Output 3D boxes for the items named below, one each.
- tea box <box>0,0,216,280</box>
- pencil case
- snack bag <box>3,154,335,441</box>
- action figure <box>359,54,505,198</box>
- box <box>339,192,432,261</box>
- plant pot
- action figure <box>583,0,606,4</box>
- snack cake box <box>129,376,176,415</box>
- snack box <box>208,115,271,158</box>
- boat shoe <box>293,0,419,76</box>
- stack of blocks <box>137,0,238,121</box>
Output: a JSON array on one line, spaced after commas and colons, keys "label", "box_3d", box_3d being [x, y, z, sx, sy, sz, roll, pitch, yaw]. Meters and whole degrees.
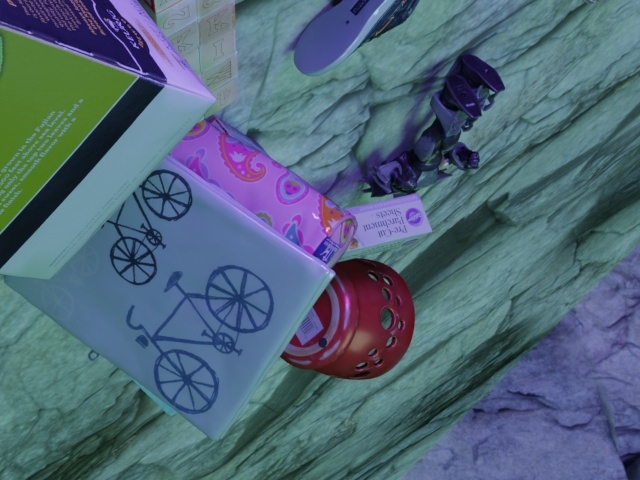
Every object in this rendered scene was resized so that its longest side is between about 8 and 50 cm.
[{"label": "tea box", "box_3d": [-0.313, -0.169, 1.195, 0.220, 0.329, 0.323, -45, 156, 15]}, {"label": "pencil case", "box_3d": [-0.096, -0.049, 1.809, 0.124, 0.284, 0.124, -53, 168, -16]}, {"label": "snack bag", "box_3d": [-0.188, 0.040, 1.809, 0.323, 0.342, 0.037, -58, 175, 38]}, {"label": "action figure", "box_3d": [0.164, -0.133, 2.300, 0.185, 0.099, 0.285, -28, 158, -38]}, {"label": "box", "box_3d": [0.000, 0.000, 2.232, 0.324, 0.067, 0.063, -12, 167, -25]}, {"label": "plant pot", "box_3d": [0.025, 0.116, 2.428, 0.191, 0.191, 0.174, -48, 151, 18]}, {"label": "action figure", "box_3d": [0.390, -0.405, 2.088, 0.164, 0.141, 0.275, -35, 161, 20]}, {"label": "snack cake box", "box_3d": [-0.237, 0.116, 2.068, 0.089, 0.152, 0.264, -38, 158, -5]}, {"label": "snack box", "box_3d": [-0.131, -0.094, 1.990, 0.100, 0.037, 0.141, -42, 157, 9]}, {"label": "boat shoe", "box_3d": [0.052, -0.262, 1.923, 0.183, 0.065, 0.083, -45, 156, 10]}, {"label": "stack of blocks", "box_3d": [-0.162, -0.250, 1.482, 0.087, 0.171, 0.297, -32, 157, -17]}]
